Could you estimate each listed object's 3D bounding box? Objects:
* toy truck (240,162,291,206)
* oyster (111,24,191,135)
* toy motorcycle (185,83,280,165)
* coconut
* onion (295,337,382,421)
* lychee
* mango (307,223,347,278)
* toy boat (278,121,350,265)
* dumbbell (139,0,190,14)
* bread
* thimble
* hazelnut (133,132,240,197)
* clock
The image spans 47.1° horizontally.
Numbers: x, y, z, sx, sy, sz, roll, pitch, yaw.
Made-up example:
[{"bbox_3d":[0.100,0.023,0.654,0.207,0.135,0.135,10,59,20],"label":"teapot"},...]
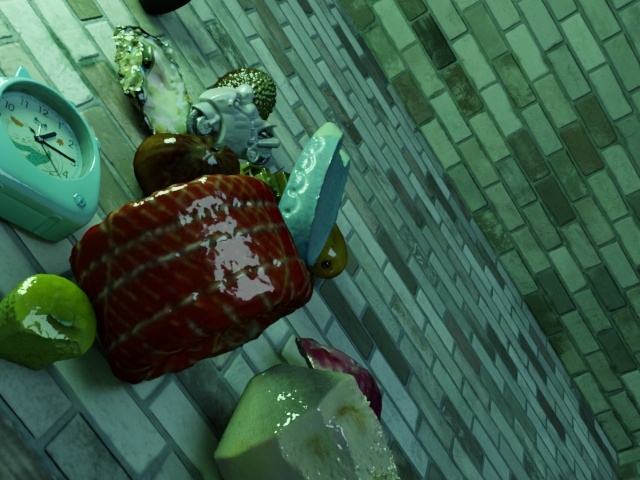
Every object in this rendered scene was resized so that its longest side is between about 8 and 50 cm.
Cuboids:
[{"bbox_3d":[-0.117,-0.110,1.716,0.257,0.127,0.127,17,49,-60],"label":"toy truck"},{"bbox_3d":[-0.353,-0.329,1.540,0.198,0.092,0.259,-63,139,-62],"label":"oyster"},{"bbox_3d":[-0.188,-0.271,1.656,0.260,0.110,0.170,19,89,-49],"label":"toy motorcycle"},{"bbox_3d":[-0.025,0.357,1.242,0.309,0.297,0.297,65,26,0],"label":"coconut"},{"bbox_3d":[0.049,0.285,1.509,0.247,0.111,0.250,63,-5,-25],"label":"onion"},{"bbox_3d":[-0.181,-0.342,1.777,0.171,0.171,0.171,43,32,-35],"label":"lychee"},{"bbox_3d":[0.000,0.000,1.837,0.138,0.113,0.253,52,14,-42],"label":"mango"},{"bbox_3d":[-0.034,-0.098,1.643,0.215,0.123,0.329,67,40,-69],"label":"toy boat"},{"bbox_3d":[-0.391,-0.661,1.718,0.218,0.152,0.152,63,26,2],"label":"dumbbell"},{"bbox_3d":[-0.385,0.112,1.011,0.129,0.114,0.111,39,33,-38],"label":"bread"},{"bbox_3d":[-0.201,0.063,1.157,0.350,0.350,0.230,-6,68,-63],"label":"thimble"},{"bbox_3d":[-0.258,-0.128,1.412,0.204,0.178,0.178,33,34,-15],"label":"hazelnut"},{"bbox_3d":[-0.457,-0.149,1.167,0.223,0.094,0.274,38,32,-40],"label":"clock"}]
